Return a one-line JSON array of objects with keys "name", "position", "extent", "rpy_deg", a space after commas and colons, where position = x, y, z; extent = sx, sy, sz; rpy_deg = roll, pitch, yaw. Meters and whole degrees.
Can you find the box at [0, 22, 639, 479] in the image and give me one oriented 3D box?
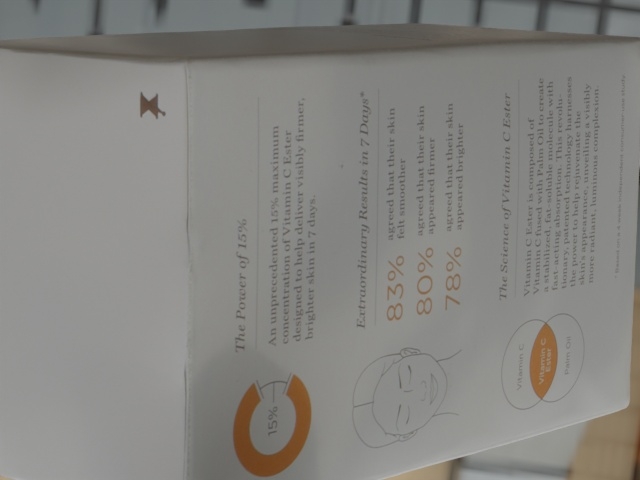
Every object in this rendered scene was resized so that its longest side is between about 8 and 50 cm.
[{"name": "box", "position": [0.000, 0.000, 1.008], "extent": [0.168, 0.215, 0.345], "rpy_deg": [9, -168, 42]}]
